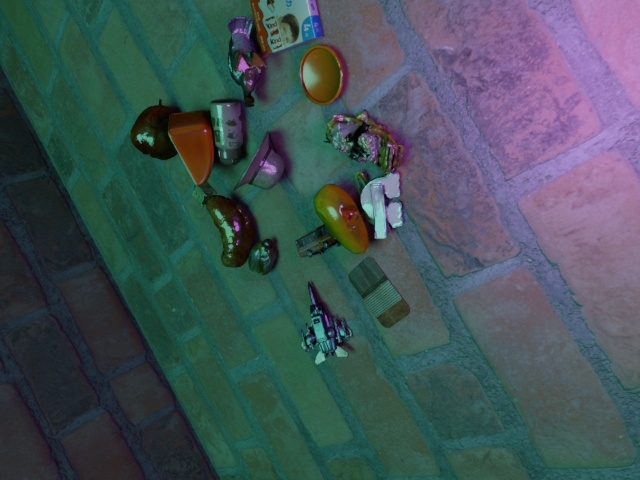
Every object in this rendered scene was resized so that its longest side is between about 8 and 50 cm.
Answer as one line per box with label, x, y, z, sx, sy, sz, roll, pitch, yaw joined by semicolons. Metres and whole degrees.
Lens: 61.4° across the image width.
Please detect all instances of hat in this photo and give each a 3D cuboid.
hat;-0.208;-0.266;2.014;0.130;0.257;0.257;31;136;-12

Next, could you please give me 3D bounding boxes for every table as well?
table;-0.520;-0.206;2.408;0.083;0.062;0.079;45;134;18

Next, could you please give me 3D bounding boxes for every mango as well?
mango;0.077;-0.072;1.838;0.262;0.130;0.167;57;178;-9

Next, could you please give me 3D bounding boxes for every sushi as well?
sushi;0.133;-0.319;1.692;0.291;0.131;0.139;38;133;35

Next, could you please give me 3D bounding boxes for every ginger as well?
ginger;-0.368;-0.046;2.282;0.165;0.172;0.321;-157;53;-81

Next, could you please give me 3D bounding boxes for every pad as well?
pad;0.152;0.238;1.983;0.323;0.055;0.250;-42;78;28

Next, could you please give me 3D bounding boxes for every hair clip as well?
hair clip;0.151;-0.145;1.820;0.060;0.033;0.188;6;119;43
hair clip;0.197;-0.115;1.760;0.140;0.054;0.220;2;111;27

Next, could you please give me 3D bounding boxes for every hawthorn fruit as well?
hawthorn fruit;-0.709;-0.489;2.362;0.224;0.224;0.260;23;103;35

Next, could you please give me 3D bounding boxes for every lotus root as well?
lotus root;-0.241;0.066;2.254;0.113;0.088;0.192;31;129;9

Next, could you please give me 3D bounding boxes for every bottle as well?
bottle;-0.365;-0.422;2.120;0.120;0.120;0.253;20;121;36

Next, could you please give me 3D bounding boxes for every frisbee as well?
frisbee;0.007;-0.542;1.769;0.192;0.035;0.192;19;120;36

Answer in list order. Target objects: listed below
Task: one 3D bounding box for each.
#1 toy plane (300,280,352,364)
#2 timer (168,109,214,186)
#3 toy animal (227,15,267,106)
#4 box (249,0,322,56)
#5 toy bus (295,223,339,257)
toy plane;-0.003;0.320;2.135;0.223;0.104;0.326;-19;92;20
timer;-0.510;-0.376;2.192;0.257;0.161;0.250;-113;15;-57
toy animal;-0.265;-0.626;1.905;0.185;0.122;0.298;-156;52;-79
box;-0.126;-0.775;1.778;0.265;0.048;0.273;-1;107;44
toy bus;0.000;0.000;2.008;0.235;0.074;0.096;-29;81;47
